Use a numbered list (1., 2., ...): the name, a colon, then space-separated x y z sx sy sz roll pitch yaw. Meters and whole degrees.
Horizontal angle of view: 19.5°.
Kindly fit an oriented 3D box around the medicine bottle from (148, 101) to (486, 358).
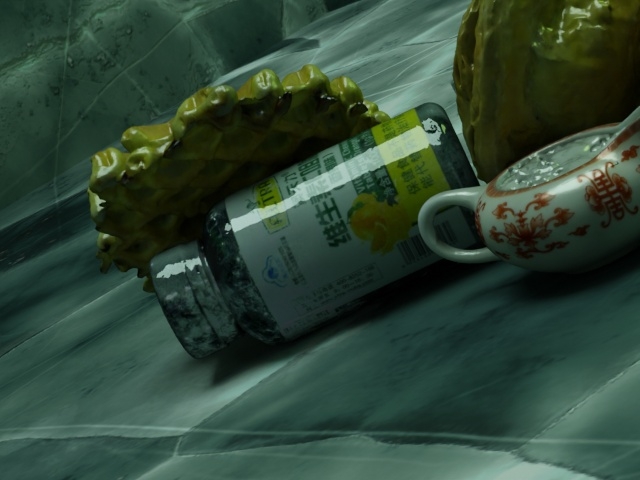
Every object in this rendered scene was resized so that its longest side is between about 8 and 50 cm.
1. medicine bottle: 0.000 0.000 1.625 0.293 0.141 0.141 -26 12 6

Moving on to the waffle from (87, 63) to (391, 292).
1. waffle: -0.066 -0.047 1.708 0.329 0.062 0.329 -17 -30 -10

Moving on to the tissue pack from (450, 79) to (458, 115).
1. tissue pack: 0.205 -0.162 2.018 0.111 0.085 0.079 -32 12 -21

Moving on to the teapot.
1. teapot: 0.188 -0.032 1.451 0.245 0.116 0.159 -19 26 22

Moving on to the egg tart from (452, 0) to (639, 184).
1. egg tart: 0.233 -0.159 1.585 0.128 0.319 0.319 16 35 30
